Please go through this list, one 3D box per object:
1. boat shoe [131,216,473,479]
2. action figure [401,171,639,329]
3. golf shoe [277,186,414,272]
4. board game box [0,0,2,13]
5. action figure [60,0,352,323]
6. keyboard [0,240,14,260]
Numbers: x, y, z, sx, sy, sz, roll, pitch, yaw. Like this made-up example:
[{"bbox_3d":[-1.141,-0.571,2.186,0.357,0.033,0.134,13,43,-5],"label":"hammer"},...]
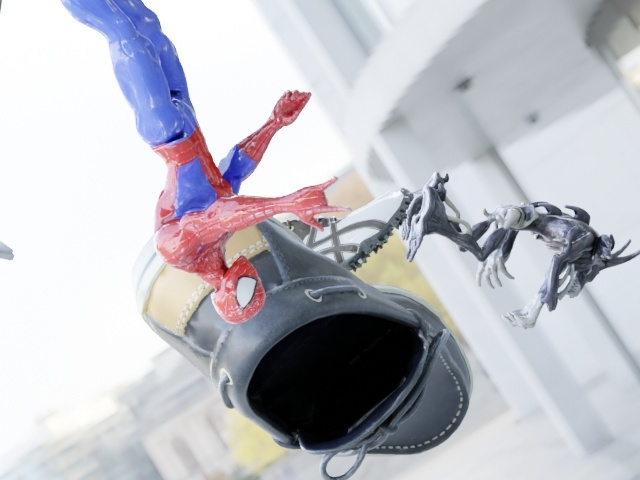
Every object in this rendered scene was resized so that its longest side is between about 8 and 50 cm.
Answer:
[{"bbox_3d":[0.018,0.116,1.533,0.187,0.156,0.500,-47,-33,3],"label":"boat shoe"},{"bbox_3d":[0.225,0.015,1.997,0.164,0.276,0.141,-119,46,-72],"label":"action figure"},{"bbox_3d":[0.000,0.000,1.672,0.198,0.094,0.077,-40,-6,-10],"label":"golf shoe"},{"bbox_3d":[-0.450,-0.272,1.633,0.066,0.319,0.318,-46,32,32],"label":"board game box"},{"bbox_3d":[-0.062,-0.091,1.025,0.139,0.280,0.091,-16,8,17],"label":"action figure"},{"bbox_3d":[-0.241,-0.049,0.846,0.072,0.256,0.014,22,-82,-48],"label":"keyboard"}]
